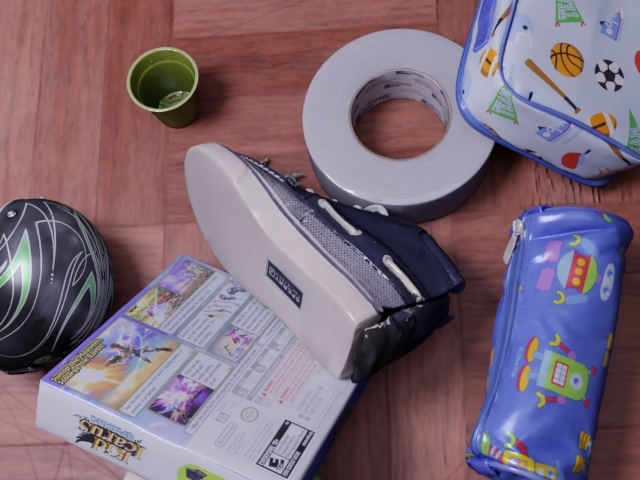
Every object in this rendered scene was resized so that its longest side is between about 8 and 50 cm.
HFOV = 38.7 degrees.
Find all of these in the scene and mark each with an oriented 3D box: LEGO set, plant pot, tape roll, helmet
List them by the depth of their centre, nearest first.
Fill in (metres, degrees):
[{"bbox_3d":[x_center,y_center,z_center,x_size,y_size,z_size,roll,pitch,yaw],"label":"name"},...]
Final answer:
[{"bbox_3d":[-0.300,0.044,0.972,0.161,0.169,0.169,-38,71,9],"label":"helmet"},{"bbox_3d":[0.091,-0.129,1.043,0.219,0.072,0.219,-2,71,5],"label":"tape roll"},{"bbox_3d":[-0.048,-0.064,1.058,0.083,0.023,0.054,26,75,13],"label":"LEGO set"},{"bbox_3d":[-0.177,-0.172,1.078,0.083,0.079,0.083,-2,72,5],"label":"plant pot"}]

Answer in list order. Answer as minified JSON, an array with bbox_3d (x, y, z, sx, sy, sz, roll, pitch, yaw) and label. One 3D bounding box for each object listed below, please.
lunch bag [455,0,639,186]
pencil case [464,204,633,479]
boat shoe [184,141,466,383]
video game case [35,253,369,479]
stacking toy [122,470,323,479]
[{"bbox_3d":[0.277,-0.230,1.000,0.243,0.115,0.303,23,68,-13],"label":"lunch bag"},{"bbox_3d":[0.228,0.105,0.922,0.133,0.119,0.306,20,72,-13],"label":"pencil case"},{"bbox_3d":[0.000,0.000,0.971,0.158,0.127,0.340,-20,53,-33],"label":"boat shoe"},{"bbox_3d":[-0.094,0.135,0.890,0.244,0.061,0.269,23,31,11],"label":"video game case"},{"bbox_3d":[-0.020,0.278,0.868,0.330,0.141,0.141,19,74,14],"label":"stacking toy"}]
